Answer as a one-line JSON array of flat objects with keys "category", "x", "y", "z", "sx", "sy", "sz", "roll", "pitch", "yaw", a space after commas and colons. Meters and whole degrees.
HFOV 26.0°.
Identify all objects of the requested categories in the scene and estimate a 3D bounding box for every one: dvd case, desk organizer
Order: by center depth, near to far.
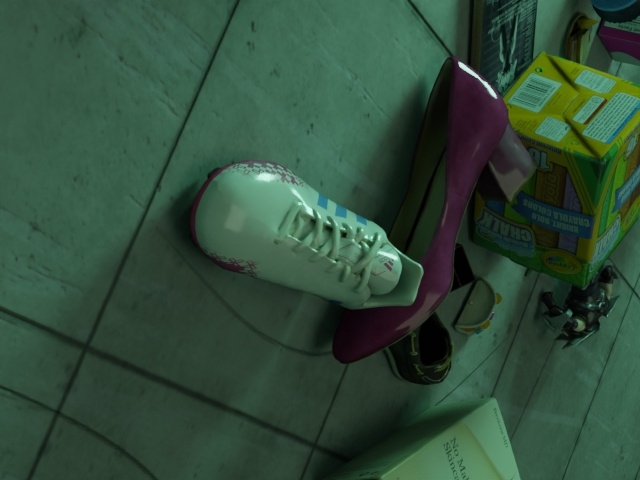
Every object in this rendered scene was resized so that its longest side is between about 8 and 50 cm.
[{"category": "desk organizer", "x": 0.152, "y": 0.039, "z": 1.779, "sx": 0.130, "sy": 0.050, "sz": 0.047, "roll": -20, "pitch": 123, "yaw": -55}, {"category": "dvd case", "x": 0.237, "y": -0.253, "z": 1.796, "sx": 0.164, "sy": 0.018, "sz": 0.221, "roll": -38, "pitch": 136, "yaw": -47}]

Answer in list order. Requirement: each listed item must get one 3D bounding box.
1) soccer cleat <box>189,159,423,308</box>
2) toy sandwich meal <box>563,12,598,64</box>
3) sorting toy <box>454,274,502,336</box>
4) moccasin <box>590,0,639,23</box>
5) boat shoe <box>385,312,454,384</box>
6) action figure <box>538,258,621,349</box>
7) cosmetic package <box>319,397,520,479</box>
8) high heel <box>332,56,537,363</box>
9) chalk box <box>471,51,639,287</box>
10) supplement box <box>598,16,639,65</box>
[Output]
[{"category": "soccer cleat", "x": 0.000, "y": 0.000, "z": 1.402, "sx": 0.331, "sy": 0.143, "sz": 0.116, "roll": 22, "pitch": 87, "yaw": -61}, {"category": "toy sandwich meal", "x": 0.378, "y": -0.288, "z": 2.005, "sx": 0.085, "sy": 0.029, "sz": 0.085, "roll": -36, "pitch": 135, "yaw": -47}, {"category": "sorting toy", "x": 0.224, "y": 0.104, "z": 1.960, "sx": 0.083, "sy": 0.045, "sz": 0.075, "roll": -62, "pitch": 168, "yaw": -18}, {"category": "moccasin", "x": 0.493, "y": -0.445, "z": 2.004, "sx": 0.342, "sy": 0.137, "sz": 0.117, "roll": -62, "pitch": 146, "yaw": -16}, {"category": "boat shoe", "x": 0.130, "y": 0.136, "z": 1.776, "sx": 0.081, "sy": 0.068, "sz": 0.228, "roll": -64, "pitch": 150, "yaw": -15}, {"category": "action figure", "x": 0.421, "y": 0.052, "z": 2.208, "sx": 0.185, "sy": 0.099, "sz": 0.285, "roll": -52, "pitch": 149, "yaw": -45}, {"category": "cosmetic package", "x": 0.134, "y": 0.328, "z": 1.791, "sx": 0.309, "sy": 0.113, "sz": 0.160, "roll": -24, "pitch": 97, "yaw": -53}, {"category": "high heel", "x": 0.099, "y": -0.037, "z": 1.636, "sx": 0.181, "sy": 0.127, "sz": 0.377, "roll": 51, "pitch": 62, "yaw": -23}, {"category": "chalk box", "x": 0.323, "y": -0.070, "z": 1.861, "sx": 0.180, "sy": 0.179, "sz": 0.289, "roll": -47, "pitch": 148, "yaw": -36}, {"category": "supplement box", "x": 0.521, "y": -0.381, "z": 2.117, "sx": 0.111, "sy": 0.114, "sz": 0.220, "roll": 31, "pitch": 80, "yaw": -62}]
